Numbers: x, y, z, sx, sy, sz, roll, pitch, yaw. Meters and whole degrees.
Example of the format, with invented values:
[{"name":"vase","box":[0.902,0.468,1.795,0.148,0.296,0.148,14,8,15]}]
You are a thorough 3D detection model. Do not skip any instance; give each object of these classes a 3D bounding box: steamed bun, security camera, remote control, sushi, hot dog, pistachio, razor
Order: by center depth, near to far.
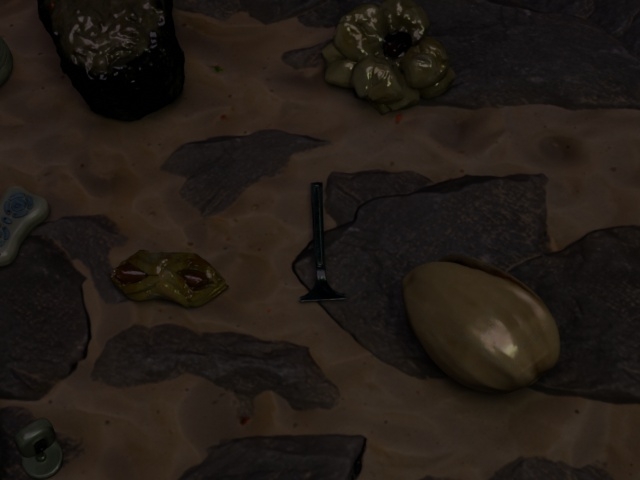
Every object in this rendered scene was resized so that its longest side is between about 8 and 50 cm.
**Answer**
[{"name":"security camera","box":[-0.357,0.260,1.458,0.058,0.092,0.058,0,60,-1]},{"name":"pistachio","box":[0.205,0.106,1.499,0.157,0.157,0.229,-40,57,-19]},{"name":"hot dog","box":[-0.212,0.049,1.594,0.169,0.061,0.078,2,61,3]},{"name":"razor","box":[0.000,-0.003,1.636,0.066,0.033,0.190,-2,59,0]},{"name":"remote control","box":[-0.447,-0.022,1.659,0.074,0.032,0.122,24,64,14]},{"name":"steamed bun","box":[0.096,-0.288,1.758,0.192,0.106,0.177,-22,60,-9]},{"name":"sushi","box":[-0.323,-0.351,1.769,0.211,0.171,0.350,-15,60,-5]}]

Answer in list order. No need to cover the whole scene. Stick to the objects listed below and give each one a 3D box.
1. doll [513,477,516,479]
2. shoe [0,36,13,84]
[{"name":"doll","box":[0.182,0.358,1.377,0.180,0.110,0.107,-23,42,-15]},{"name":"shoe","box":[-0.606,-0.236,1.684,0.132,0.210,0.342,30,65,17]}]
